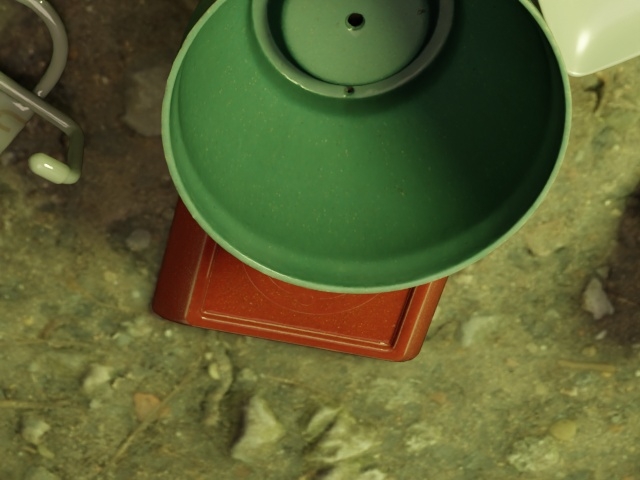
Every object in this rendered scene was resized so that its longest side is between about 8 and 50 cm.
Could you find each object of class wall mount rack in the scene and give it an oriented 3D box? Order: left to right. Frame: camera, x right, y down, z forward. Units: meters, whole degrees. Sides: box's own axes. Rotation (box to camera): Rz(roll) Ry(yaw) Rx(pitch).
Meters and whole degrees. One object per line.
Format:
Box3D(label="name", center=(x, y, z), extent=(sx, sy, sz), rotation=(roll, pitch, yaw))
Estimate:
Box3D(label="wall mount rack", center=(-0.371, -0.078, 1.241), extent=(0.304, 0.130, 0.350), rotation=(33, 116, -23))

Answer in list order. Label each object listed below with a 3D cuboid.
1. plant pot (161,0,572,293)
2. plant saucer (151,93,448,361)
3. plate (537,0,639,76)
Box3D(label="plant pot", center=(0.030, -0.134, 1.183), extent=(0.293, 0.196, 0.293), rotation=(-1, 125, -1))
Box3D(label="plant saucer", center=(0.000, 0.000, 1.367), extent=(0.259, 0.048, 0.258), rotation=(11, 123, -10))
Box3D(label="plate", center=(0.274, -0.288, 1.180), extent=(0.277, 0.045, 0.278), rotation=(-21, 123, 10))
